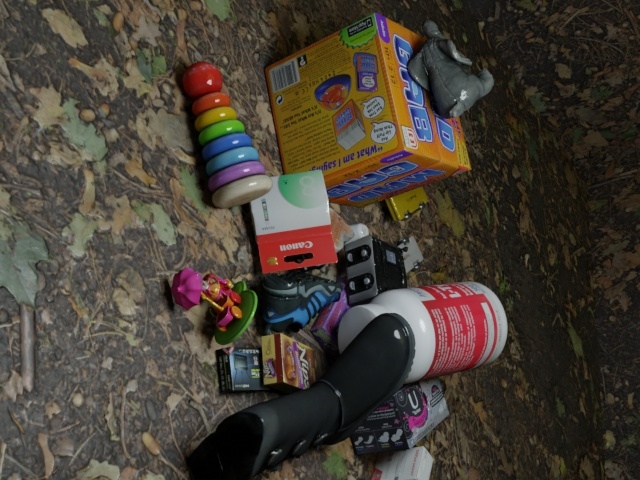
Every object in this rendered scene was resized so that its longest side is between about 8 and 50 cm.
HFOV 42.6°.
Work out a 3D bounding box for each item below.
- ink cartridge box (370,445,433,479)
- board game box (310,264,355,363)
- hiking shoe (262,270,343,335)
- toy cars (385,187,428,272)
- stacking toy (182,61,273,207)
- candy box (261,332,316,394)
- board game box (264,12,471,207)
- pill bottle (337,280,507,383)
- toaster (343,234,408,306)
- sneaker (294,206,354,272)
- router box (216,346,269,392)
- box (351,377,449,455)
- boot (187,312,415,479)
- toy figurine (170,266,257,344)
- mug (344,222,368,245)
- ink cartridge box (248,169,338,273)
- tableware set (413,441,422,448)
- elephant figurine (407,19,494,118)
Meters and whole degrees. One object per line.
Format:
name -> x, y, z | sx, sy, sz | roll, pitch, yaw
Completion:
ink cartridge box -> 0.202, 0.571, 2.031 | 0.056, 0.135, 0.099 | 54, 38, -26
board game box -> 0.099, 0.197, 2.149 | 0.208, 0.056, 0.347 | 61, 34, -22
hiking shoe -> -0.052, 0.146, 1.930 | 0.304, 0.113, 0.132 | 4, 99, -59
toy cars -> 0.226, -0.027, 2.412 | 0.176, 0.087, 0.393 | 34, 51, -36
stacking toy -> -0.224, -0.245, 1.830 | 0.141, 0.141, 0.330 | -12, 80, -57
candy box -> -0.067, 0.278, 1.821 | 0.187, 0.053, 0.109 | 41, 41, -62
board game box -> 0.125, -0.318, 2.151 | 0.356, 0.357, 0.356 | 6, 70, -54
pill bottle -> 0.249, 0.226, 2.014 | 0.408, 0.229, 0.229 | -3, 77, -40
toaster -> 0.147, 0.089, 2.131 | 0.186, 0.110, 0.168 | 20, 60, -50
sneaker -> 0.000, 0.000, 2.064 | 0.108, 0.121, 0.302 | 48, 16, -1
router box -> -0.163, 0.274, 1.737 | 0.122, 0.038, 0.092 | 11, 66, -53
box -> 0.193, 0.422, 2.065 | 0.247, 0.163, 0.142 | -19, 92, -57
boot -> -0.021, 0.320, 1.667 | 0.146, 0.367, 0.445 | 41, 22, 29
toy figurine -> -0.230, 0.105, 1.676 | 0.159, 0.130, 0.173 | 38, 23, -27
mug -> 0.100, -0.016, 2.235 | 0.078, 0.064, 0.062 | 19, 59, -51
ink cartridge box -> -0.066, -0.047, 1.892 | 0.056, 0.181, 0.224 | 95, -16, -62
tableware set -> 0.258, 0.495, 2.255 | 0.104, 0.024, 0.154 | 34, 47, -47
elephant figurine -> 0.295, -0.426, 2.016 | 0.169, 0.186, 0.239 | -36, 96, -11
